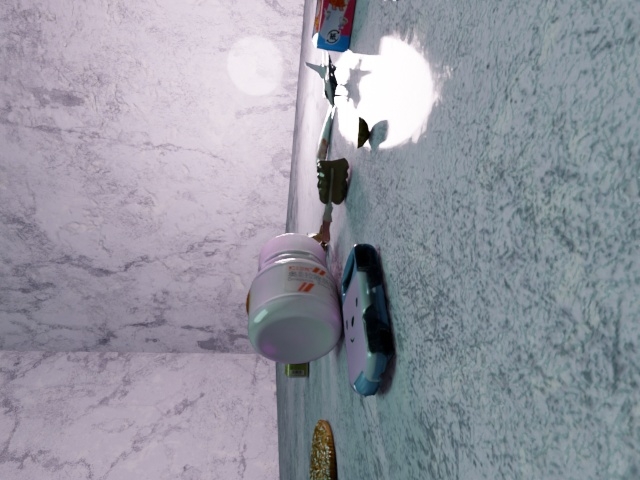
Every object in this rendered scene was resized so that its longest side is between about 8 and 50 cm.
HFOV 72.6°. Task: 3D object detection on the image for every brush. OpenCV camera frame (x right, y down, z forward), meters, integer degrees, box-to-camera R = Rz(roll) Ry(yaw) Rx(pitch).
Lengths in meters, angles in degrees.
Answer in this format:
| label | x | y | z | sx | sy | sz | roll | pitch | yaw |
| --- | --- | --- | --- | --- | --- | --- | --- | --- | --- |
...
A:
| label | x | y | z | sx | sy | sz | roll | pitch | yaw |
| --- | --- | --- | --- | --- | --- | --- | --- | --- | --- |
| brush | 0.025 | -0.102 | 1.208 | 0.301 | 0.084 | 0.071 | 94 | 172 | -48 |

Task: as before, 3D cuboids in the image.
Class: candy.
| label | x | y | z | sx | sy | sz | roll | pitch | yaw |
| --- | --- | --- | --- | --- | --- | --- | --- | --- | --- |
| candy | 0.043 | -0.700 | 1.207 | 0.157 | 0.100 | 0.306 | -99 | 16 | -57 |

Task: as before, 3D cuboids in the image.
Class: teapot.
| label | x | y | z | sx | sy | sz | roll | pitch | yaw |
| --- | --- | --- | --- | --- | --- | --- | --- | --- | --- |
| teapot | 0.000 | 0.000 | 1.436 | 0.110 | 0.085 | 0.080 | -59 | -33 | -33 |

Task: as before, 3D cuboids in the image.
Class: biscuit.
| label | x | y | z | sx | sy | sz | roll | pitch | yaw |
| --- | --- | --- | --- | --- | --- | --- | --- | --- | --- |
| biscuit | 0.000 | 0.654 | 1.199 | 0.305 | 0.038 | 0.305 | -177 | 90 | -81 |

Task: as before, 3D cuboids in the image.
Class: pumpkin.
| label | x | y | z | sx | sy | sz | roll | pitch | yaw |
| --- | --- | --- | --- | --- | --- | --- | --- | --- | --- |
| pumpkin | 0.092 | -0.234 | 0.946 | 0.083 | 0.028 | 0.050 | 92 | -179 | -73 |

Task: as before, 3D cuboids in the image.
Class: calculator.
| label | x | y | z | sx | sy | sz | roll | pitch | yaw |
| --- | --- | --- | --- | --- | --- | --- | --- | --- | --- |
| calculator | 0.081 | 0.140 | 0.817 | 0.173 | 0.051 | 0.293 | 102 | 168 | -51 |

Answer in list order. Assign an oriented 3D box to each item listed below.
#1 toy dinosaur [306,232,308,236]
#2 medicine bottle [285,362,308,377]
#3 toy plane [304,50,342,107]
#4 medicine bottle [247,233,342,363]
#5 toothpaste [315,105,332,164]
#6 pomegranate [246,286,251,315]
| label | x | y | z | sx | sy | sz | roll | pitch | yaw |
| --- | --- | --- | --- | --- | --- | --- | --- | --- | --- |
| toy dinosaur | -0.055 | 0.068 | 1.800 | 0.106 | 0.044 | 0.187 | 35 | 110 | 64 |
| medicine bottle | -0.094 | 0.442 | 1.733 | 0.132 | 0.088 | 0.189 | 127 | 144 | -75 |
| toy plane | 0.028 | -0.479 | 1.316 | 0.160 | 0.082 | 0.234 | 98 | 152 | -54 |
| medicine bottle | -0.073 | 0.149 | 1.185 | 0.302 | 0.241 | 0.241 | -97 | 13 | -49 |
| toothpaste | 0.017 | -0.357 | 1.479 | 0.056 | 0.036 | 0.205 | -103 | 22 | -59 |
| pomegranate | -0.134 | 0.221 | 1.592 | 0.264 | 0.264 | 0.264 | -177 | 90 | -81 |
